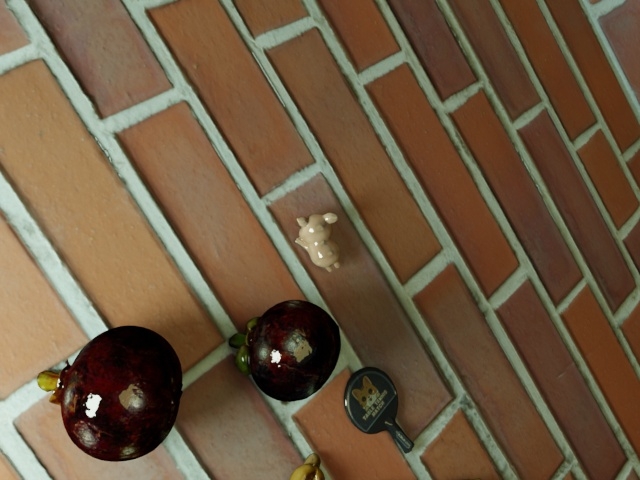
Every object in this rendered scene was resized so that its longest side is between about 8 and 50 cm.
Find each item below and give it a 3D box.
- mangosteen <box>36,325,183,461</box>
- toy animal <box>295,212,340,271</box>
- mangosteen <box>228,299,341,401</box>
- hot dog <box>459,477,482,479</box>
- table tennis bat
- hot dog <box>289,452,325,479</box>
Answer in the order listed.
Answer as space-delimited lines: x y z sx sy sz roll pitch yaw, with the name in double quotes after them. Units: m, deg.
-0.376 0.260 1.135 0.262 0.235 0.235 7 73 4 "mangosteen"
0.003 0.000 1.491 0.083 0.089 0.150 -34 108 -36 "toy animal"
-0.066 0.220 1.344 0.216 0.216 0.216 7 76 -31 "mangosteen"
0.283 0.629 1.551 0.289 0.068 0.083 0 57 -28 "hot dog"
0.143 0.407 1.533 0.150 0.027 0.236 -43 101 -31 "table tennis bat"
-0.033 0.525 1.378 0.090 0.060 0.140 22 76 -31 "hot dog"
